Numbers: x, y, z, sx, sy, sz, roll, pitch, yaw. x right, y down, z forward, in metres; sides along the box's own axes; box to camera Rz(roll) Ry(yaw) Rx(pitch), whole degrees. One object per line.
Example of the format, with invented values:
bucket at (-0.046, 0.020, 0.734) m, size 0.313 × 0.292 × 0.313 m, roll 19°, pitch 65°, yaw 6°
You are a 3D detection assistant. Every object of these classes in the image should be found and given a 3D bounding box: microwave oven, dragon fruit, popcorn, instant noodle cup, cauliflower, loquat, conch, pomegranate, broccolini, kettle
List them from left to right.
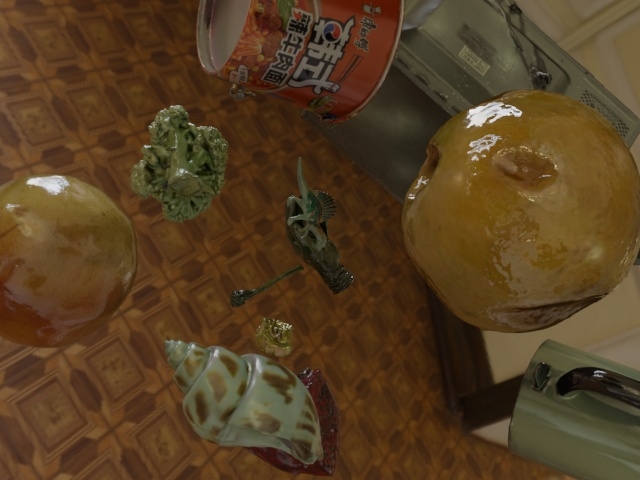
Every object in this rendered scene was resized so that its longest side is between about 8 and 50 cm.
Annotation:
pomegranate at (-0.465, 0.035, 1.348) m, size 0.319 × 0.319 × 0.319 m, roll 35°, pitch 40°, yaw -35°
cauliflower at (-0.394, -0.198, 2.095) m, size 0.281 × 0.261 × 0.326 m, roll -48°, pitch 131°, yaw -70°
conch at (-0.158, 0.327, 1.577) m, size 0.368 × 0.249 × 0.197 m, roll 17°, pitch 76°, yaw -17°
broccolini at (-0.133, 0.111, 1.859) m, size 0.042 × 0.218 × 0.044 m, roll 12°, pitch 57°, yaw -57°
popcorn at (-0.118, 0.251, 1.995) m, size 0.097 × 0.089 × 0.109 m, roll -18°, pitch 69°, yaw -25°
dragon fruit at (-0.122, 0.500, 2.188) m, size 0.240 × 0.330 × 0.302 m, roll 62°, pitch 28°, yaw -50°
instant noodle cup at (-0.039, -0.290, 1.005) m, size 0.192 × 0.250 × 0.250 m, roll 7°, pitch 57°, yaw -28°
microwave oven at (0.237, -0.203, 1.272) m, size 0.432 × 0.374 × 0.236 m, roll 40°, pitch 68°, yaw -5°
loquat at (0.174, -0.015, 0.664) m, size 0.213 × 0.213 × 0.213 m, roll 35°, pitch 40°, yaw -35°
kettle at (0.379, 0.231, 0.965) m, size 0.165 × 0.255 × 0.240 m, roll -57°, pitch 147°, yaw -20°

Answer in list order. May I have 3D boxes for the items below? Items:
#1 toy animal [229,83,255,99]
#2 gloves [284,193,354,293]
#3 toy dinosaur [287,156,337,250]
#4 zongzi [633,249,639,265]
toy animal at (-0.156, -0.407, 1.774) m, size 0.273 × 0.197 × 0.160 m, roll 14°, pitch 90°, yaw -14°
gloves at (-0.010, 0.007, 1.827) m, size 0.268 × 0.107 × 0.135 m, roll 66°, pitch 26°, yaw -20°
toy dinosaur at (-0.014, -0.072, 1.599) m, size 0.106 × 0.044 × 0.187 m, roll 8°, pitch 96°, yaw -21°
zongzi at (0.550, -0.030, 1.038) m, size 0.251 × 0.274 × 0.125 m, roll 112°, pitch -43°, yaw -82°
